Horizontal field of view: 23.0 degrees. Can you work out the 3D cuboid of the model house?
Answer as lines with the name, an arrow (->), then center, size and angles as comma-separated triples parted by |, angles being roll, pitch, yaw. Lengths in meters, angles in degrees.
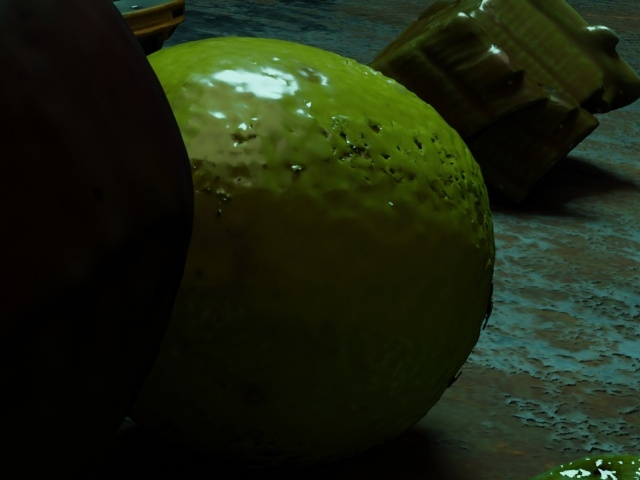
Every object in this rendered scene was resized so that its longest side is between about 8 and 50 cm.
model house -> 0.139, -0.129, 1.478 | 0.229, 0.199, 0.219 | -41, 2, -28

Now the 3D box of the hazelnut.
hazelnut -> -0.269, -0.001, 0.699 | 0.421, 0.421, 0.352 | 5, 34, 4

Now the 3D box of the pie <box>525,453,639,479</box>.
pie -> 0.185, 0.173, 0.873 | 0.187, 0.041, 0.187 | 2, 22, -1

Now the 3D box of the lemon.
lemon -> -0.039, 0.006, 0.950 | 0.310, 0.258, 0.258 | 21, 11, -32

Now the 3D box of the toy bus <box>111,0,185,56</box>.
toy bus -> -0.291, -0.224, 1.639 | 0.329, 0.153, 0.143 | 19, 28, 37
